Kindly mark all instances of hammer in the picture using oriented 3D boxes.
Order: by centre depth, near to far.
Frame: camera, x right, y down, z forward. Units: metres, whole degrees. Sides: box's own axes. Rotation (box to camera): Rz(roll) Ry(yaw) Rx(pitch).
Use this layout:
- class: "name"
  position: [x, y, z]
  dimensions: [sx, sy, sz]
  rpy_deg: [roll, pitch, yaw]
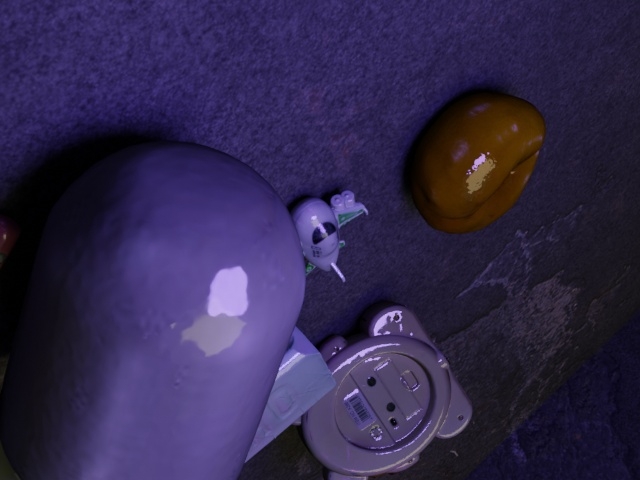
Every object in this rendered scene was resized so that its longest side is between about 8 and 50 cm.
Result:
- class: "hammer"
  position: [-0.359, 0.011, 1.067]
  dimensions: [0.083, 0.043, 0.043]
  rpy_deg: [-55, 150, 15]

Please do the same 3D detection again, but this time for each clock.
- class: "clock"
  position: [0.095, 0.294, 1.795]
  dimensions: [0.309, 0.284, 0.114]
  rpy_deg: [-34, -169, -8]

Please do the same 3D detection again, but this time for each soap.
- class: "soap"
  position: [-0.152, 0.282, 1.610]
  dimensions: [0.347, 0.115, 0.208]
  rpy_deg: [-39, 150, -9]

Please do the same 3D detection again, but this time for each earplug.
- class: "earplug"
  position: [-0.179, 0.087, 1.116]
  dimensions: [0.313, 0.312, 0.394]
  rpy_deg: [-14, 139, -43]

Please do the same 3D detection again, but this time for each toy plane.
- class: "toy plane"
  position: [-0.002, -0.002, 1.468]
  dimensions: [0.174, 0.080, 0.174]
  rpy_deg: [-30, 146, -23]

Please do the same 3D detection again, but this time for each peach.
- class: "peach"
  position: [0.254, -0.124, 1.567]
  dimensions: [0.251, 0.153, 0.251]
  rpy_deg: [-29, 153, -16]

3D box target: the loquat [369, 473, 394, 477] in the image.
- class: "loquat"
  position: [0.103, 0.365, 1.963]
  dimensions: [0.238, 0.193, 0.238]
  rpy_deg: [-17, 126, -25]

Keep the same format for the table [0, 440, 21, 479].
- class: "table"
  position: [-0.445, 0.260, 1.195]
  dimensions: [0.126, 0.126, 0.220]
  rpy_deg: [-32, 150, -21]
